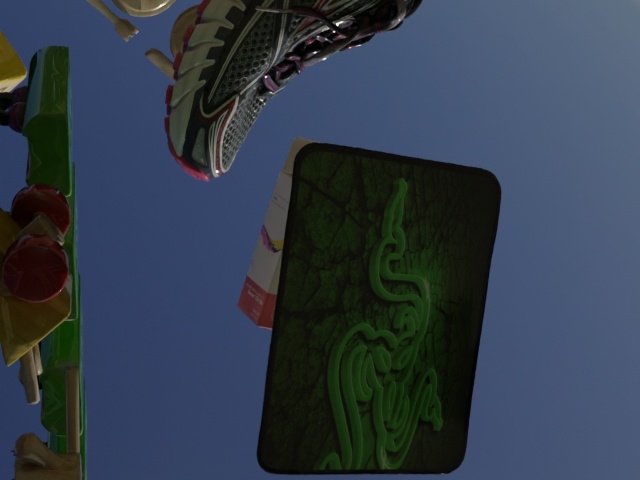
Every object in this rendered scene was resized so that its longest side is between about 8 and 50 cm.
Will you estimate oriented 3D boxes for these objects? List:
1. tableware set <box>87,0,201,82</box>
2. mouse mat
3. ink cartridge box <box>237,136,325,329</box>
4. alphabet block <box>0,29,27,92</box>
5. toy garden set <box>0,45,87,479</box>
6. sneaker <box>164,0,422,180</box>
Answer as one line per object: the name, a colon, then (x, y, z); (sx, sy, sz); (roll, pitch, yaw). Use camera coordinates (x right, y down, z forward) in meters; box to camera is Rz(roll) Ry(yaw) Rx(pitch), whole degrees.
tableware set: (-0.169, -0.268, 1.593); (0.194, 0.128, 0.039); (43, -169, -41)
mouse mat: (0.037, 0.044, 0.814); (0.152, 0.190, 0.007); (6, -177, -34)
ink cartridge box: (0.000, 0.000, 1.486); (0.115, 0.198, 0.067); (12, -169, -28)
alphabet block: (-0.445, -0.173, 1.359); (0.192, 0.197, 0.193); (56, -159, -2)
toy garden set: (-0.145, 0.050, 0.696); (0.049, 0.244, 0.204); (-2, -155, -9)
sneaker: (0.002, -0.163, 0.938); (0.112, 0.299, 0.121); (37, 180, 6)
